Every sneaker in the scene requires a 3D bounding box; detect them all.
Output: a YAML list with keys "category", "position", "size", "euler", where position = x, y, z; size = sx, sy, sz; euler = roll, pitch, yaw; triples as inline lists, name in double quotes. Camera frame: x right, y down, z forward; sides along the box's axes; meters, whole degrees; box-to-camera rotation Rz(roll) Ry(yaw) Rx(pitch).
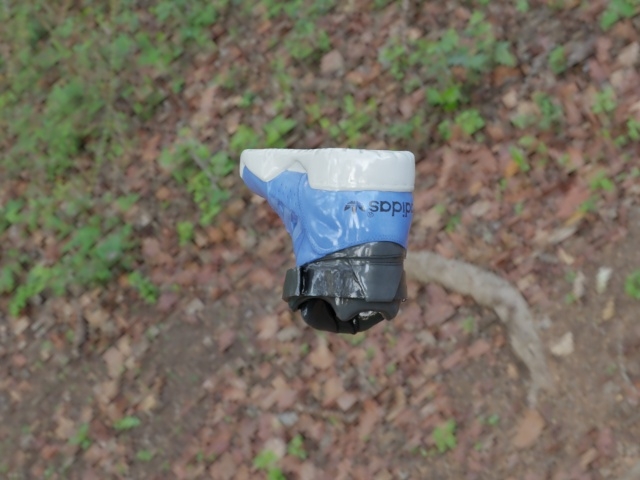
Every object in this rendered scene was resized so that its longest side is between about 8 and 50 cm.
- category: "sneaker"
  position: [-0.001, 0.000, 0.612]
  size: [0.152, 0.058, 0.085]
  euler: [-171, 82, -66]
